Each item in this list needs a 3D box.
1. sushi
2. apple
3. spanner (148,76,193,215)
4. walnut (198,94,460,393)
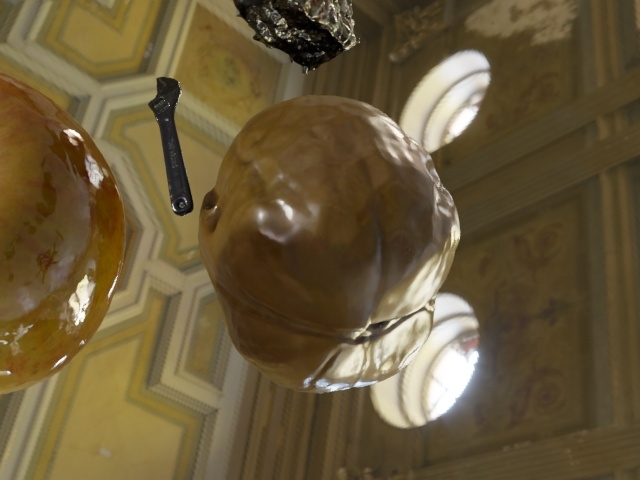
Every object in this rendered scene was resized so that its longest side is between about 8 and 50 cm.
[{"bbox_3d":[-0.026,-0.242,0.908,0.150,0.078,0.091,31,-134,-45],"label":"sushi"},{"bbox_3d":[-0.325,-0.001,0.801,0.298,0.275,0.299,4,-110,-11],"label":"apple"},{"bbox_3d":[-0.187,-0.124,1.127,0.012,0.046,0.209,69,-174,-65],"label":"spanner"},{"bbox_3d":[0.000,0.000,1.122,0.307,0.354,0.398,11,-158,-18],"label":"walnut"}]
